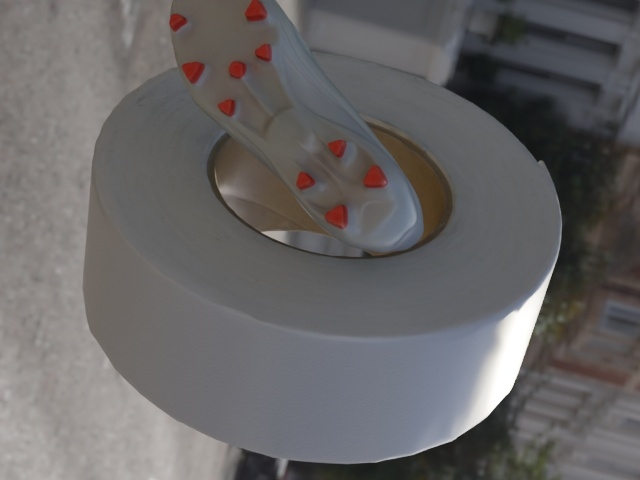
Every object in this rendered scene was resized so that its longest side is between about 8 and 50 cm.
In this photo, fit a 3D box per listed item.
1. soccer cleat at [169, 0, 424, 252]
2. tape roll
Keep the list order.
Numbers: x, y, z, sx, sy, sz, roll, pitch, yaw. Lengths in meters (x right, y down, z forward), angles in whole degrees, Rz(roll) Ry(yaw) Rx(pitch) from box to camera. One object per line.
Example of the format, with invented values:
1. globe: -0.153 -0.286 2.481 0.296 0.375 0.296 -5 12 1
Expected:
1. soccer cleat: -0.016 -0.066 0.810 0.068 0.196 0.076 -41 156 7
2. tape roll: 0.000 0.000 0.924 0.286 0.286 0.100 -72 175 -53
